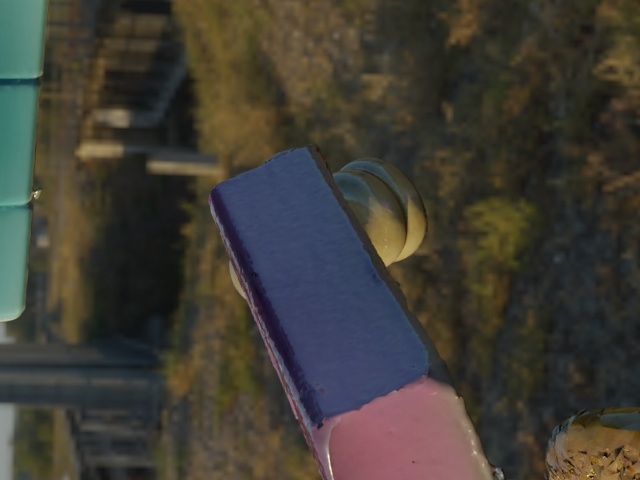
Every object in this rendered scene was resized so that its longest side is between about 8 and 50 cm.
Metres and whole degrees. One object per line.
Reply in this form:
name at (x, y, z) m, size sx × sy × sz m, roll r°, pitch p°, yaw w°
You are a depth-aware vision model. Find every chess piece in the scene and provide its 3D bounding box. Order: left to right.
chess piece at (0.000, 0.000, 1.311) m, size 0.094 × 0.170 × 0.094 m, roll 19°, pitch 121°, yaw 35°

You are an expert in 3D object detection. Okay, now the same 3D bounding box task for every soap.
soap at (0.022, 0.081, 0.902) m, size 0.259 × 0.081 × 0.181 m, roll -120°, pitch 7°, yaw -57°

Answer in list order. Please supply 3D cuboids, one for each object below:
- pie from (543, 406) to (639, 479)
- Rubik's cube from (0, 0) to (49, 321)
pie at (0.273, 0.188, 1.093) m, size 0.069 × 0.273 × 0.273 m, roll -63°, pitch 4°, yaw -14°
Rubik's cube at (-0.397, -0.108, 1.219) m, size 0.291 × 0.290 × 0.291 m, roll 32°, pitch 119°, yaw 50°
